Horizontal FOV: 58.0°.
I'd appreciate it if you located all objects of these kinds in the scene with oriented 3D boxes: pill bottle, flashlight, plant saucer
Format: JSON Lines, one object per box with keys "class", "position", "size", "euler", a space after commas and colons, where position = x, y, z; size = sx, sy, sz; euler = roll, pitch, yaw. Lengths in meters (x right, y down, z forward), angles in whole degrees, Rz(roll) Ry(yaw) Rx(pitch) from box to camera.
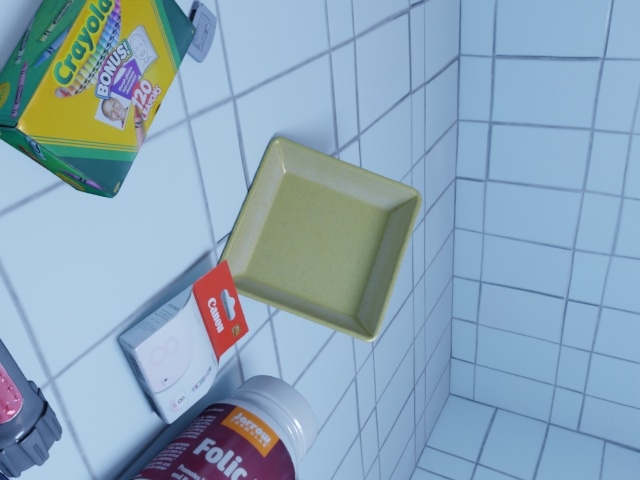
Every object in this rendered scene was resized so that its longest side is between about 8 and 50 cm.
{"class": "pill bottle", "position": [-0.179, 0.426, 1.018], "size": [0.392, 0.224, 0.224], "euler": [-39, 133, -51]}
{"class": "flashlight", "position": [-0.392, 0.152, 0.648], "size": [0.103, 0.103, 0.304], "euler": [-27, 129, -25]}
{"class": "plant saucer", "position": [0.000, 0.000, 1.162], "size": [0.081, 0.333, 0.333], "euler": [113, -3, -73]}

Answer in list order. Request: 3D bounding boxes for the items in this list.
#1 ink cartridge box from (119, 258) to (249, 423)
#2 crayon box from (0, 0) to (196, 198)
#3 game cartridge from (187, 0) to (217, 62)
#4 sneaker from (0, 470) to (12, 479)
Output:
{"class": "ink cartridge box", "position": [-0.212, 0.172, 0.997], "size": [0.232, 0.066, 0.189], "euler": [-36, 132, -31]}
{"class": "crayon box", "position": [-0.282, -0.216, 0.732], "size": [0.165, 0.081, 0.278], "euler": [47, 58, -58]}
{"class": "game cartridge", "position": [-0.195, -0.333, 0.929], "size": [0.056, 0.017, 0.083], "euler": [31, 72, -58]}
{"class": "sneaker", "position": [-0.399, 0.290, 0.622], "size": [0.099, 0.153, 0.282], "euler": [-63, 149, -28]}
